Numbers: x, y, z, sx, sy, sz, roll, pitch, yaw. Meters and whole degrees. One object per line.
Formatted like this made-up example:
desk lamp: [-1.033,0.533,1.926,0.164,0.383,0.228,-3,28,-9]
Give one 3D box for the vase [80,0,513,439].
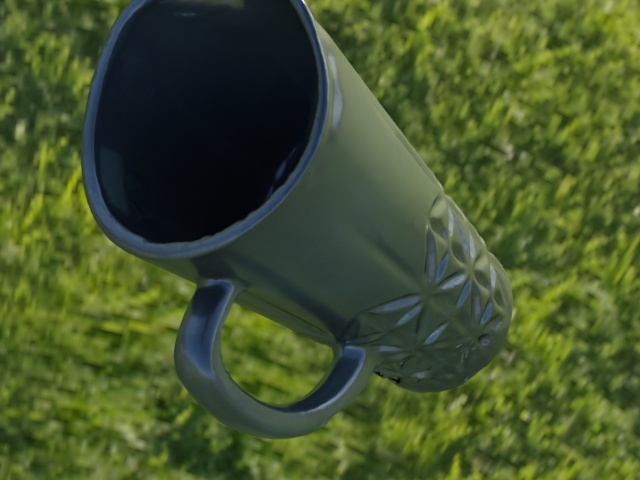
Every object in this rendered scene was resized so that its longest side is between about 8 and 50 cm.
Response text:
vase: [0.000,0.000,1.090,0.156,0.301,0.251,-1,66,32]
